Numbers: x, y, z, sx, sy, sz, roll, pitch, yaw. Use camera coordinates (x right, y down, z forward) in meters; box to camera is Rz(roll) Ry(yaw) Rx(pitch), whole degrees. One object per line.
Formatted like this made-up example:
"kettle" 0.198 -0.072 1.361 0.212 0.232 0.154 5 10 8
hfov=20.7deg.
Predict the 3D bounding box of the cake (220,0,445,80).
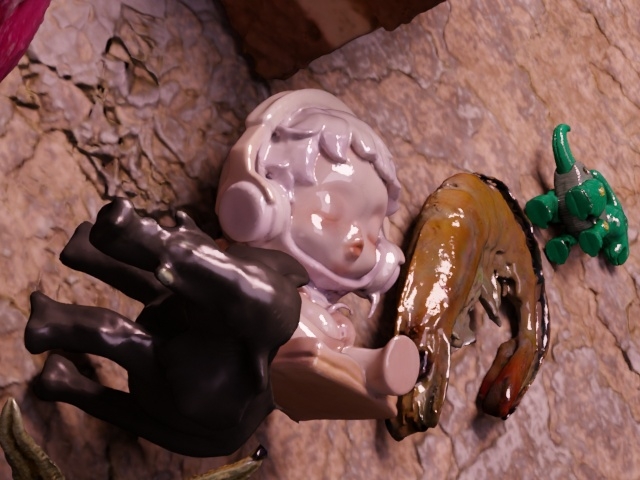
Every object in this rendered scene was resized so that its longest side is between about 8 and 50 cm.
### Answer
"cake" 0.049 -0.301 1.232 0.255 0.290 0.282 56 48 -9

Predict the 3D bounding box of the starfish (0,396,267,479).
"starfish" -0.134 0.158 0.961 0.223 0.217 0.050 -17 49 -7

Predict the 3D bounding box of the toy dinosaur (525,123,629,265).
"toy dinosaur" 0.217 -0.033 1.449 0.096 0.059 0.132 -33 106 -54

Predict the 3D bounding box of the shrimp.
"shrimp" 0.115 0.060 1.314 0.173 0.058 0.253 44 46 -33

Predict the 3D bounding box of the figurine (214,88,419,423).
"figurine" -0.003 0.000 1.156 0.162 0.141 0.236 37 48 -44

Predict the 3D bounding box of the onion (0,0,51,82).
"onion" -0.230 -0.193 1.000 0.267 0.159 0.348 0 70 -44

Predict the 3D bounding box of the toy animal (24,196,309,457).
"toy animal" -0.085 0.046 0.997 0.146 0.245 0.114 20 73 5
